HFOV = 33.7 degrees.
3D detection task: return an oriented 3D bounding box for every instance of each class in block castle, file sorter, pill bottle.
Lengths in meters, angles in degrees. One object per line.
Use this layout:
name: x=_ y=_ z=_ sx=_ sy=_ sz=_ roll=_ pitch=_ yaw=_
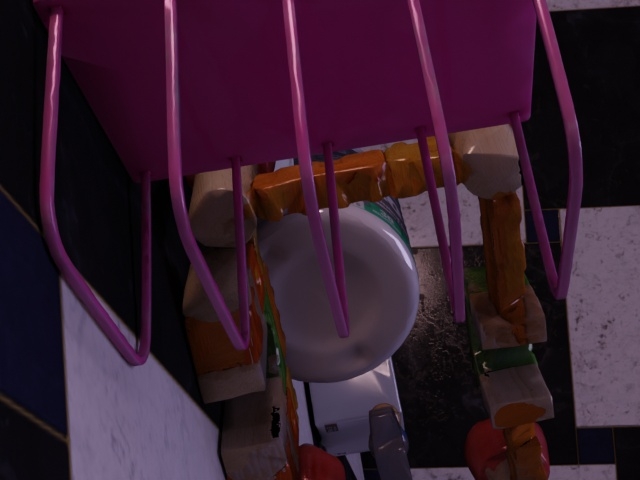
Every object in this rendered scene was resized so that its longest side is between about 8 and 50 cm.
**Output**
block castle: x=0.052 y=0.088 z=0.973 sx=0.213 sy=0.303 sz=0.453 roll=-97 pitch=176 yaw=-65
file sorter: x=-0.001 y=-0.049 z=0.639 sx=0.202 sy=0.291 sz=0.182 roll=74 pitch=9 yaw=-60
pill bottle: x=0.000 y=0.000 z=1.247 sx=0.361 sy=0.204 sz=0.204 roll=-93 pitch=172 yaw=-69

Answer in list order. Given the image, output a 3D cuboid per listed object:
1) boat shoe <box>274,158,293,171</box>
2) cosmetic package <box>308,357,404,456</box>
boat shoe: x=-0.077 y=-0.153 z=0.970 sx=0.113 sy=0.103 sz=0.302 roll=-52 pitch=137 yaw=-34
cosmetic package: x=0.045 y=0.173 z=1.904 sx=0.217 sy=0.156 sz=0.385 roll=77 pitch=2 yaw=-65
